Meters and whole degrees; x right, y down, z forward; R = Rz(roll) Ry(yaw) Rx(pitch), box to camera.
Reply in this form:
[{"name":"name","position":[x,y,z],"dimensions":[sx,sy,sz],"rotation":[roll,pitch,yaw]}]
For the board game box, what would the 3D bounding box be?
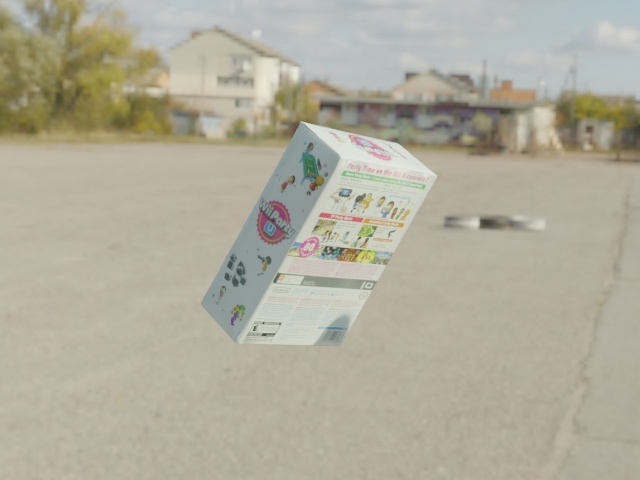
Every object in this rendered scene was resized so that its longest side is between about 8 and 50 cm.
[{"name":"board game box","position":[0.000,0.000,1.738],"dimensions":[0.224,0.303,0.097],"rotation":[7,29,-50]}]
